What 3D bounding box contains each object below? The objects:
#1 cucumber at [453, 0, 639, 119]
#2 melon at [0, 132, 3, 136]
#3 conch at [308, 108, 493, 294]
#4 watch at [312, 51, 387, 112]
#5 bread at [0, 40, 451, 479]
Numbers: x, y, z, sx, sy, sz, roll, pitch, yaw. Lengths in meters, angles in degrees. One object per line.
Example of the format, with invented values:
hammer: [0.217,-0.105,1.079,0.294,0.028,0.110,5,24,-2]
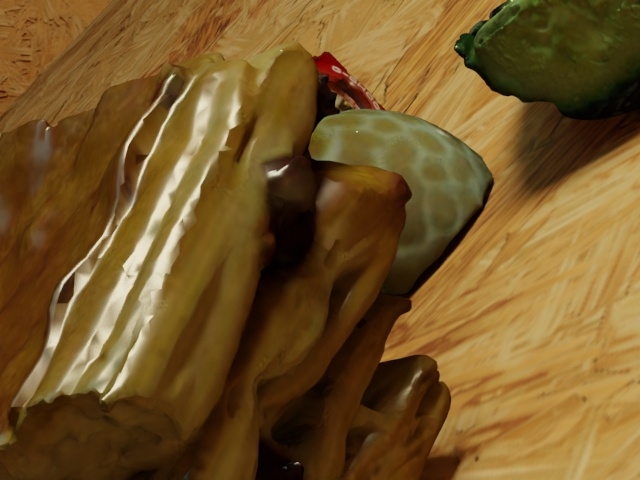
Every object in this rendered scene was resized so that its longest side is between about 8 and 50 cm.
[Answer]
cucumber: [0.131,-0.108,0.883,0.115,0.086,0.193,-42,10,13]
melon: [-0.305,0.058,1.302,0.329,0.248,0.248,-51,16,-26]
conch: [0.003,-0.012,0.943,0.173,0.106,0.116,-33,35,-1]
watch: [-0.052,-0.025,1.157,0.165,0.102,0.268,-46,5,-23]
bread: [-0.104,0.128,0.735,0.314,0.191,0.370,-15,47,52]
